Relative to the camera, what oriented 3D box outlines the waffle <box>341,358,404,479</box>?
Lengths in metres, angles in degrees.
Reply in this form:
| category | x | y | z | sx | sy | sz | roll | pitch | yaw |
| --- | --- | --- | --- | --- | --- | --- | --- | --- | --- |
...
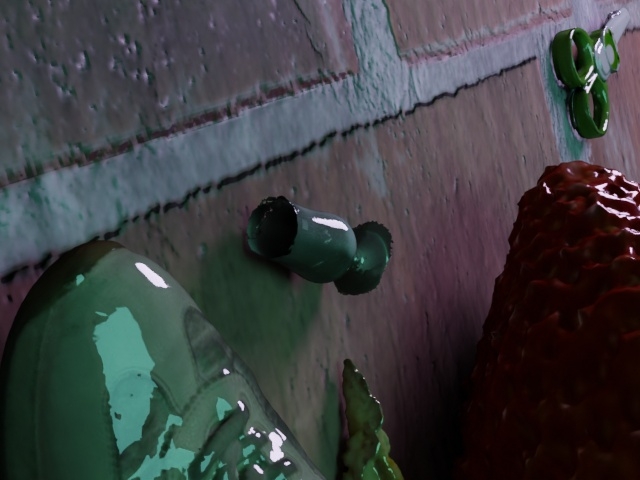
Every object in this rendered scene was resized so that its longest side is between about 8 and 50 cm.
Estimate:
| category | x | y | z | sx | sy | sz | roll | pitch | yaw |
| --- | --- | --- | --- | --- | --- | --- | --- | --- | --- |
| waffle | 0.016 | 0.168 | 0.566 | 0.125 | 0.032 | 0.191 | -29 | 104 | -56 |

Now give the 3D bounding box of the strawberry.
| category | x | y | z | sx | sy | sz | roll | pitch | yaw |
| --- | --- | --- | --- | --- | --- | --- | --- | --- | --- |
| strawberry | 0.217 | 0.106 | 0.707 | 0.312 | 0.267 | 0.351 | 19 | 39 | -25 |

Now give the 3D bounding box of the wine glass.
| category | x | y | z | sx | sy | sz | roll | pitch | yaw |
| --- | --- | --- | --- | --- | --- | --- | --- | --- | --- |
| wine glass | 0.000 | 0.000 | 0.574 | 0.083 | 0.042 | 0.039 | 24 | 32 | -52 |

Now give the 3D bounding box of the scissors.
| category | x | y | z | sx | sy | sz | roll | pitch | yaw |
| --- | --- | --- | --- | --- | --- | --- | --- | --- | --- |
| scissors | 0.260 | -0.173 | 1.077 | 0.204 | 0.027 | 0.101 | -49 | 124 | -51 |

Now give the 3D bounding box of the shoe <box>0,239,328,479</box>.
| category | x | y | z | sx | sy | sz | roll | pitch | yaw |
| --- | --- | --- | --- | --- | --- | --- | --- | --- | --- |
| shoe | -0.026 | 0.122 | 0.439 | 0.275 | 0.098 | 0.103 | 65 | 30 | -22 |
